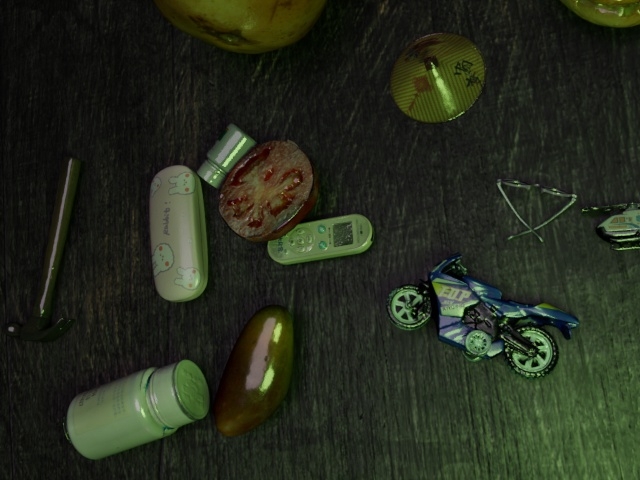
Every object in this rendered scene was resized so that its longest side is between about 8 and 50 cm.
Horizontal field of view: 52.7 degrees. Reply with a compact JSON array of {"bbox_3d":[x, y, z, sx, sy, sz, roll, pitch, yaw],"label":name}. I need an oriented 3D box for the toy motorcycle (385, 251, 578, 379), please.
[{"bbox_3d":[0.277,0.121,1.122,0.315,0.113,0.168,21,77,14],"label":"toy motorcycle"}]

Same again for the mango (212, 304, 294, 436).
[{"bbox_3d":[-0.117,0.251,1.235,0.133,0.111,0.267,20,88,38],"label":"mango"}]

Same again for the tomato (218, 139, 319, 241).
[{"bbox_3d":[-0.093,-0.088,1.295,0.225,0.085,0.225,-13,58,22],"label":"tomato"}]

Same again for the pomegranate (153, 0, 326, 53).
[{"bbox_3d":[-0.164,-0.577,1.281,0.417,0.417,0.416,-4,77,19],"label":"pomegranate"}]

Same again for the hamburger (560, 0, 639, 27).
[{"bbox_3d":[0.540,-0.528,1.127,0.290,0.170,0.314,-33,71,14],"label":"hamburger"}]

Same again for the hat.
[{"bbox_3d":[0.220,-0.331,1.251,0.193,0.082,0.193,-4,77,18],"label":"hat"}]

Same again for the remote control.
[{"bbox_3d":[0.000,0.000,1.282,0.221,0.042,0.078,-9,69,18],"label":"remote control"}]

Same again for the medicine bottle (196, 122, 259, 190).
[{"bbox_3d":[-0.198,-0.176,1.371,0.080,0.080,0.130,41,94,23],"label":"medicine bottle"}]

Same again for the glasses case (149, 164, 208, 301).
[{"bbox_3d":[-0.303,-0.017,1.379,0.113,0.075,0.296,-12,74,19],"label":"glasses case"}]

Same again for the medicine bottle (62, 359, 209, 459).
[{"bbox_3d":[-0.362,0.335,1.290,0.258,0.143,0.143,-22,72,16],"label":"medicine bottle"}]

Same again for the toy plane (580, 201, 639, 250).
[{"bbox_3d":[0.547,-0.032,1.085,0.197,0.053,0.078,-8,67,23],"label":"toy plane"}]

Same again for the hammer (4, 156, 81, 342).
[{"bbox_3d":[-0.623,0.017,1.506,0.168,0.044,0.439,4,80,22],"label":"hammer"}]

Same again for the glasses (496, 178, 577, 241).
[{"bbox_3d":[0.379,-0.050,1.163,0.140,0.062,0.103,13,106,22],"label":"glasses"}]
